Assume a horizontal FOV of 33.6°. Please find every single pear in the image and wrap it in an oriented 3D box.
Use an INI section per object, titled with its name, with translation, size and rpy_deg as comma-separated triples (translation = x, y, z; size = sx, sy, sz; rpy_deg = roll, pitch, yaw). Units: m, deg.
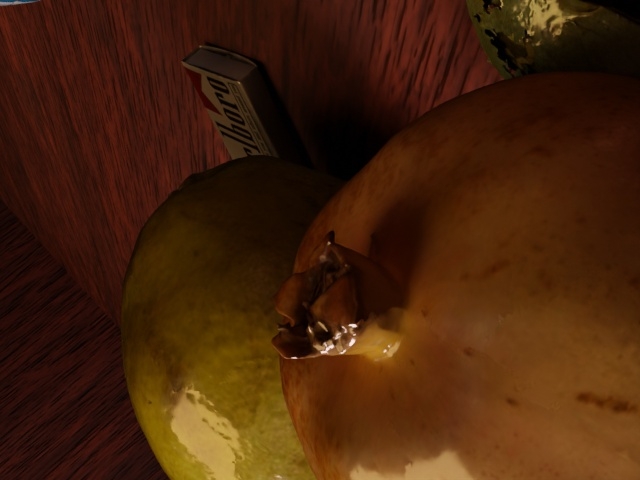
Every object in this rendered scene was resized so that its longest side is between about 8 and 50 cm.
[pear]
translation = -0.007, 0.116, 0.974
size = 0.413, 0.352, 0.352
rpy_deg = 62, 160, -7

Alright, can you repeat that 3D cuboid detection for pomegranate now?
[pomegranate]
translation = 0.116, 0.059, 0.569
size = 0.319, 0.319, 0.319
rpy_deg = 43, 160, 19

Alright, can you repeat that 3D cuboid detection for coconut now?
[coconut]
translation = 0.135, -0.118, 0.625
size = 0.158, 0.055, 0.133
rpy_deg = 38, 157, 34

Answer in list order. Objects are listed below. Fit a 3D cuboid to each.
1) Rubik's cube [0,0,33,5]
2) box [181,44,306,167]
[Rubik's cube]
translation = -0.343, -0.332, 1.037
size = 0.254, 0.254, 0.254
rpy_deg = 43, 160, 19
[box]
translation = -0.072, -0.117, 1.120
size = 0.115, 0.036, 0.177
rpy_deg = 29, 153, 47
